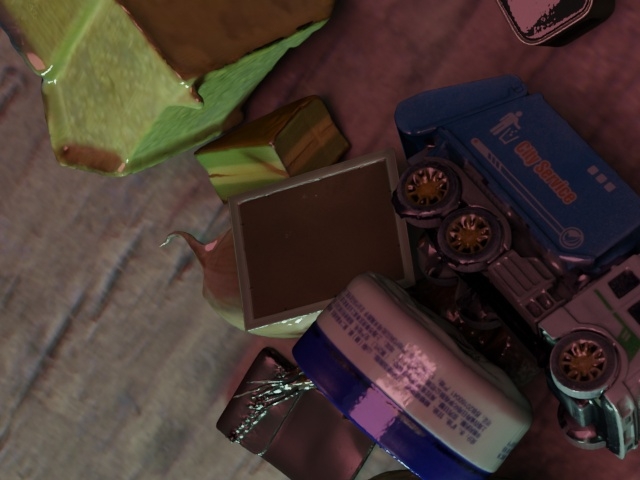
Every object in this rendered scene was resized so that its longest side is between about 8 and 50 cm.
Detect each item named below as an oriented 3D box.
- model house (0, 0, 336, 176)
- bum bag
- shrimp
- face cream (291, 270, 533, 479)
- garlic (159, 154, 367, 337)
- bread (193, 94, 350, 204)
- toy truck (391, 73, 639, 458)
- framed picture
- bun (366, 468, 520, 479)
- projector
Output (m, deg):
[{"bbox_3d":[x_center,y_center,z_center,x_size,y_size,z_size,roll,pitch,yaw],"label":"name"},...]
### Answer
[{"bbox_3d":[-0.180,-0.233,1.632,0.321,0.261,0.266,53,139,10],"label":"model house"},{"bbox_3d":[-0.024,0.196,1.699,0.159,0.026,0.109,34,107,17],"label":"bum bag"},{"bbox_3d":[0.073,0.121,1.597,0.343,0.116,0.145,-19,85,18],"label":"shrimp"},{"bbox_3d":[0.085,0.122,1.432,0.206,0.206,0.111,40,92,16],"label":"face cream"},{"bbox_3d":[-0.054,0.033,1.665,0.266,0.148,0.128,-13,126,20],"label":"garlic"},{"bbox_3d":[-0.052,-0.091,1.676,0.139,0.084,0.074,-6,123,52],"label":"bread"},{"bbox_3d":[0.195,0.012,1.458,0.175,0.146,0.367,-35,61,-6],"label":"toy truck"},{"bbox_3d":[0.000,0.000,1.575,0.183,0.011,0.142,-16,70,22],"label":"framed picture"},{"bbox_3d":[0.135,0.304,1.549,0.283,0.179,0.283,22,148,15],"label":"bun"},{"bbox_3d":[0.216,-0.229,1.520,0.083,0.082,0.083,-30,83,24],"label":"projector"}]
